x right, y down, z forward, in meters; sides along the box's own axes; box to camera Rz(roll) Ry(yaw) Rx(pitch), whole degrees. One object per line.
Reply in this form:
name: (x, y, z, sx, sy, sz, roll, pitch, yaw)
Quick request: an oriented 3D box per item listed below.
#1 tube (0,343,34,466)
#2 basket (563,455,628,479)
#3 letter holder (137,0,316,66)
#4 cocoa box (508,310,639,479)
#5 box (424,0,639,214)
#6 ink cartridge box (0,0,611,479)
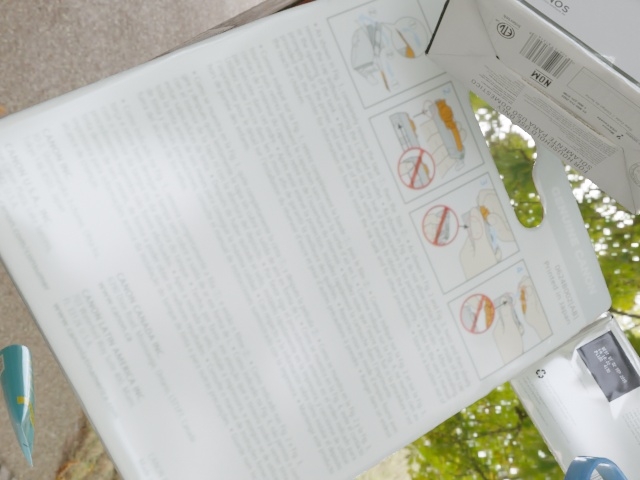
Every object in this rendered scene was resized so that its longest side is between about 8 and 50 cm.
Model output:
tube: (-0.452, 0.236, 0.917, 0.207, 0.052, 0.080, 45, -36, 50)
basket: (0.245, 0.368, 0.511, 0.255, 0.289, 0.201, 51, -30, -10)
letter holder: (-0.044, -0.140, 0.678, 0.152, 0.301, 0.215, 21, -39, 55)
cocoa box: (0.533, 0.317, 1.221, 0.347, 0.231, 0.228, 57, 10, -3)
box: (0.219, -0.180, 0.360, 0.290, 0.169, 0.087, -51, 174, -12)
ink cartridge box: (0.000, 0.000, 0.448, 0.308, 0.384, 0.091, 66, -17, -9)
